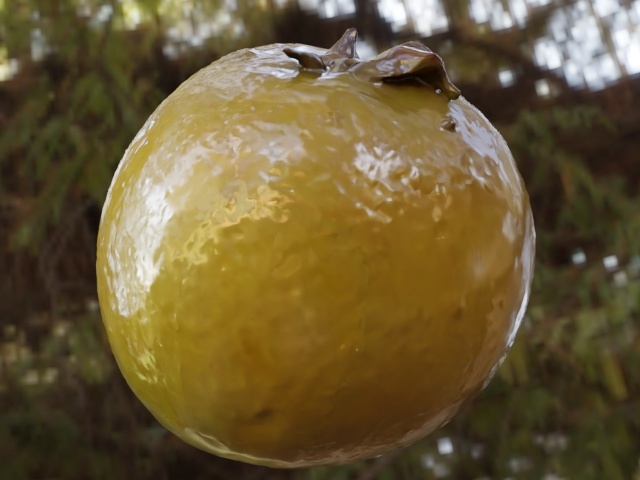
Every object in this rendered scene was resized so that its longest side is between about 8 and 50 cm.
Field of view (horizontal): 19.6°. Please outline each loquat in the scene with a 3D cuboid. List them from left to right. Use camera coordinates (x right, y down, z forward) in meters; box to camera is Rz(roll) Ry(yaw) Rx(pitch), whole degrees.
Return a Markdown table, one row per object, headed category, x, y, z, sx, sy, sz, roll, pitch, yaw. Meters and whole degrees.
| category | x | y | z | sx | sy | sz | roll | pitch | yaw |
| --- | --- | --- | --- | --- | --- | --- | --- | --- | --- |
| loquat | 0.000 | 0.000 | 1.125 | 0.275 | 0.275 | 0.275 | -7 | -34 | -5 |
